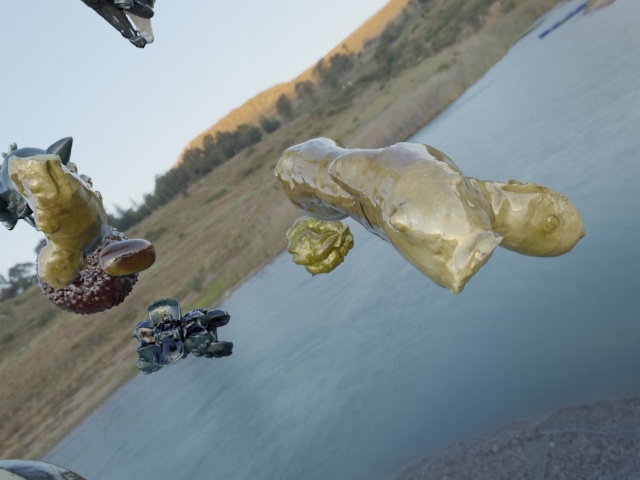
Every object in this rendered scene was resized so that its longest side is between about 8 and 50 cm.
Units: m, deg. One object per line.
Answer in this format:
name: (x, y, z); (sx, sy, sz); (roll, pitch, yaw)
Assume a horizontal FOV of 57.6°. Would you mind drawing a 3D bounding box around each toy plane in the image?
toy plane: (-0.414, -0.484, 1.038); (0.103, 0.204, 0.316); (7, 3, 26)

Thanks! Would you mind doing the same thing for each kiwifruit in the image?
kiwifruit: (-0.417, 0.036, 1.265); (0.124, 0.075, 0.075); (-9, -13, -35)

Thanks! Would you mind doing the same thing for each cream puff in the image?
cream puff: (0.001, -0.001, 1.361); (0.156, 0.156, 0.121); (-36, -12, 24)

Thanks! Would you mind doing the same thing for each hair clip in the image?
hair clip: (-0.419, 0.283, 1.717); (0.310, 0.195, 0.206); (-15, -21, 4)

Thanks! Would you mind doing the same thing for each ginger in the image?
ginger: (-0.306, -0.035, 0.715); (0.115, 0.081, 0.205); (-31, -29, -36)
ginger: (0.067, -0.051, 0.588); (0.348, 0.363, 0.122); (8, -78, -64)

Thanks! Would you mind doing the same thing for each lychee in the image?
lychee: (-0.561, 0.065, 1.431); (0.236, 0.236, 0.271); (-38, 5, 13)

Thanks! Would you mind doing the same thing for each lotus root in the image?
lotus root: (-0.581, 0.533, 1.224); (0.314, 0.142, 0.210); (1, -9, 11)

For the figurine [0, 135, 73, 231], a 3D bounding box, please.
figurine: (-0.611, -0.086, 1.181); (0.265, 0.140, 0.193); (-58, 11, 41)
